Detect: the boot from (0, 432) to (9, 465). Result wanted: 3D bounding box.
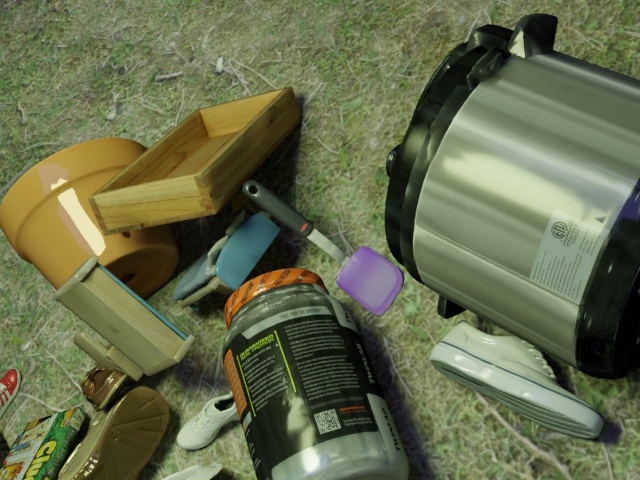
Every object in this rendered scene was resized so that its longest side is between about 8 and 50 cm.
[{"bbox_3d":[-0.641,0.494,1.571,0.260,0.131,0.348,-32,55,10],"label":"boot"}]

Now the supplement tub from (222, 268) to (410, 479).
[{"bbox_3d":[-0.020,0.221,1.339,0.207,0.207,0.338,-29,56,12],"label":"supplement tub"}]

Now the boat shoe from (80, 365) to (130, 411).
[{"bbox_3d":[-0.360,0.238,1.518,0.064,0.060,0.178,-50,7,-27],"label":"boat shoe"}]

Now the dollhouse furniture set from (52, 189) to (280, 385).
[{"bbox_3d":[-0.261,0.043,1.519,0.286,0.198,0.303,-29,21,55],"label":"dollhouse furniture set"}]

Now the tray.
[{"bbox_3d":[-0.192,-0.140,1.551,0.203,0.076,0.411,-10,24,23],"label":"tray"}]

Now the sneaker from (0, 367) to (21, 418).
[{"bbox_3d":[-0.598,0.282,1.695,0.042,0.067,0.118,16,74,32],"label":"sneaker"}]

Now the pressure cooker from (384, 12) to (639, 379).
[{"bbox_3d":[0.286,-0.066,1.215,0.420,0.375,0.370,28,77,32],"label":"pressure cooker"}]

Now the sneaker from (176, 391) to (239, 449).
[{"bbox_3d":[-0.173,0.279,1.480,0.152,0.061,0.053,-35,57,10],"label":"sneaker"}]

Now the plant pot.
[{"bbox_3d":[-0.377,-0.009,1.615,0.291,0.291,0.203,-37,69,7],"label":"plant pot"}]

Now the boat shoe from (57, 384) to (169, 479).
[{"bbox_3d":[-0.360,0.390,1.501,0.341,0.122,0.110,-57,16,-13],"label":"boat shoe"}]

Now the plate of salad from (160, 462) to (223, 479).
[{"bbox_3d":[-0.232,0.391,1.392,0.200,0.200,0.048,-27,89,13],"label":"plate of salad"}]

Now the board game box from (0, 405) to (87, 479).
[{"bbox_3d":[-0.487,0.388,1.526,0.136,0.030,0.259,-19,29,24],"label":"board game box"}]

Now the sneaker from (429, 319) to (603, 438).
[{"bbox_3d":[0.275,0.180,1.276,0.258,0.094,0.091,25,70,30],"label":"sneaker"}]

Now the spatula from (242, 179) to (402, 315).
[{"bbox_3d":[0.000,0.000,1.450,0.296,0.030,0.084,38,84,-9],"label":"spatula"}]
